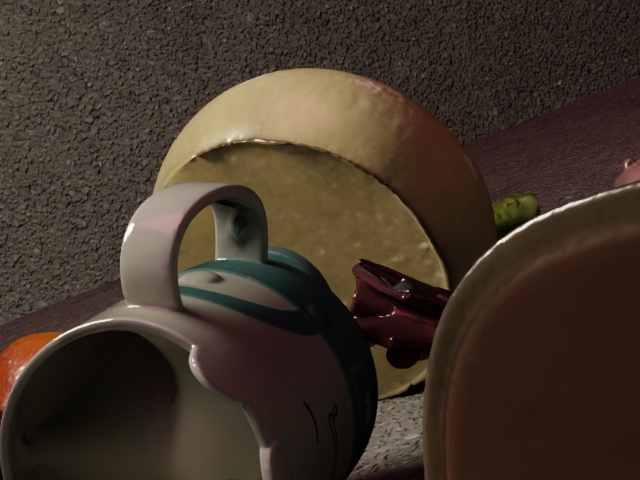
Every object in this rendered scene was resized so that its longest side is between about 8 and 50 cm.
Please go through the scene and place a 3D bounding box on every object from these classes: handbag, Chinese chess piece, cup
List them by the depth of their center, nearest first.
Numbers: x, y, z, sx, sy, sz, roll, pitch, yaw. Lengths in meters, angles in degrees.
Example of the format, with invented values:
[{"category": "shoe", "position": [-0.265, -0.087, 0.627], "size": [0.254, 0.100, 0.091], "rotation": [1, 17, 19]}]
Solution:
[{"category": "cup", "position": [-0.085, 0.101, 1.169], "size": [0.219, 0.290, 0.257], "rotation": [2, 16, 23]}, {"category": "handbag", "position": [0.127, 0.082, 1.287], "size": [0.203, 0.074, 0.216], "rotation": [16, 2, -15]}, {"category": "Chinese chess piece", "position": [0.000, 0.000, 1.520], "size": [0.338, 0.338, 0.140], "rotation": [-14, 27, 34]}]

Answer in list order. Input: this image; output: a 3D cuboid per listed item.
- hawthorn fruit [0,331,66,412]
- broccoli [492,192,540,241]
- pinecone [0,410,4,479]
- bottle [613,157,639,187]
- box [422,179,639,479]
[{"category": "hawthorn fruit", "position": [-0.200, 0.167, 1.640], "size": [0.285, 0.165, 0.165], "rotation": [-2, 8, 1]}, {"category": "broccoli", "position": [0.120, 0.017, 1.799], "size": [0.304, 0.145, 0.165], "rotation": [-22, 8, -21]}, {"category": "pinecone", "position": [-0.390, 0.207, 1.449], "size": [0.224, 0.224, 0.272], "rotation": [-17, -5, 15]}, {"category": "bottle", "position": [0.455, -0.076, 1.784], "size": [0.253, 0.120, 0.120], "rotation": [-21, 7, -2]}, {"category": "box", "position": [0.212, 0.091, 0.563], "size": [0.216, 0.301, 0.301], "rotation": [-15, 3, -38]}]
